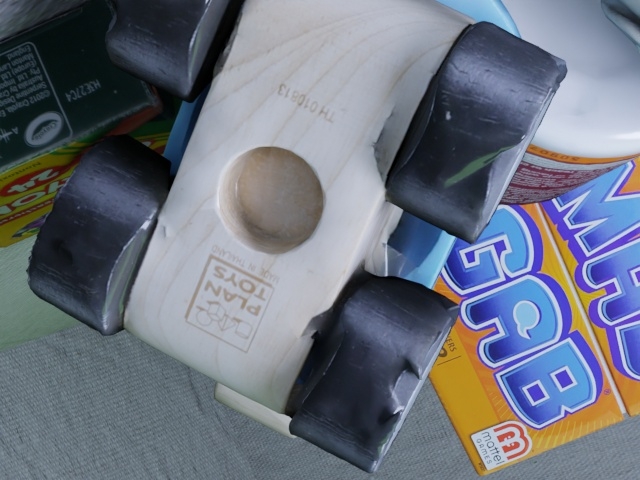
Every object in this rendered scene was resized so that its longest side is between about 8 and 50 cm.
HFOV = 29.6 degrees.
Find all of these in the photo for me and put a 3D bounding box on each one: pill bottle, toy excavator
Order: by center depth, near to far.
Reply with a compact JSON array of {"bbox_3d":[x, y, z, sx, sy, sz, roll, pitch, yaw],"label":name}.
[{"bbox_3d":[0.000,0.000,0.830,0.433,0.222,0.445,-67,171,18],"label":"toy excavator"},{"bbox_3d":[0.171,-0.148,0.984,0.224,0.224,0.392,-23,176,-6],"label":"pill bottle"}]

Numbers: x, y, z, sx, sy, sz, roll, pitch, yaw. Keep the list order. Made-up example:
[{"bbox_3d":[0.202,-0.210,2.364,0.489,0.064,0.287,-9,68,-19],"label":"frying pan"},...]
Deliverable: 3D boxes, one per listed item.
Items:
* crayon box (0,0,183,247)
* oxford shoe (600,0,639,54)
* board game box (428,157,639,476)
[{"bbox_3d":[-0.192,-0.071,0.893,0.202,0.081,0.318,-24,177,3],"label":"crayon box"},{"bbox_3d":[0.262,-0.119,0.693,0.169,0.449,0.130,-18,-137,52],"label":"oxford shoe"},{"bbox_3d":[0.254,-0.020,1.421,0.356,0.356,0.356,-24,-155,8],"label":"board game box"}]
